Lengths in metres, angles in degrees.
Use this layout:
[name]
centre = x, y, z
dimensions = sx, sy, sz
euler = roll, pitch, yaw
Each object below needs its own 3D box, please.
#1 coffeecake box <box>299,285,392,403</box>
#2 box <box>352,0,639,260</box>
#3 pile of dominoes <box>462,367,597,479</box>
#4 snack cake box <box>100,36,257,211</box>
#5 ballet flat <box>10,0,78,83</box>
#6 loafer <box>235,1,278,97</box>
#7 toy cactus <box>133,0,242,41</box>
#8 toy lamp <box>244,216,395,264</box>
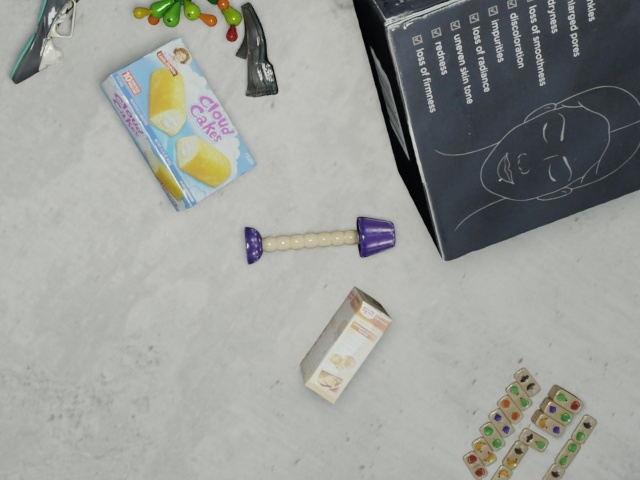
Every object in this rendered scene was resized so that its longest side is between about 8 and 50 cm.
[coffeecake box]
centre = 0.044, 0.189, 1.917
dimensions = 0.068, 0.142, 0.185
euler = 34, 95, -9
[box]
centre = 0.335, -0.291, 1.703
dimensions = 0.471, 0.297, 0.480
euler = -19, 130, 0
[pile of dominoes]
centre = 0.407, 0.396, 2.027
dimensions = 0.196, 0.040, 0.251
euler = 31, 94, -8
[snack cake box]
centre = -0.249, -0.203, 1.838
dimensions = 0.152, 0.089, 0.264
euler = -35, 100, -23
[ballet flat]
centre = -0.476, -0.359, 1.837
dimensions = 0.074, 0.074, 0.203
euler = 24, 93, -7
[loafer]
centre = -0.124, -0.339, 1.871
dimensions = 0.061, 0.062, 0.170
euler = -13, 98, 2
[toy cactus]
centre = -0.230, -0.448, 1.838
dimensions = 0.219, 0.112, 0.181
euler = 18, 76, 1
[toy lamp]
centre = 0.000, 0.000, 1.922
dimensions = 0.274, 0.080, 0.080
euler = -4, 98, -1
